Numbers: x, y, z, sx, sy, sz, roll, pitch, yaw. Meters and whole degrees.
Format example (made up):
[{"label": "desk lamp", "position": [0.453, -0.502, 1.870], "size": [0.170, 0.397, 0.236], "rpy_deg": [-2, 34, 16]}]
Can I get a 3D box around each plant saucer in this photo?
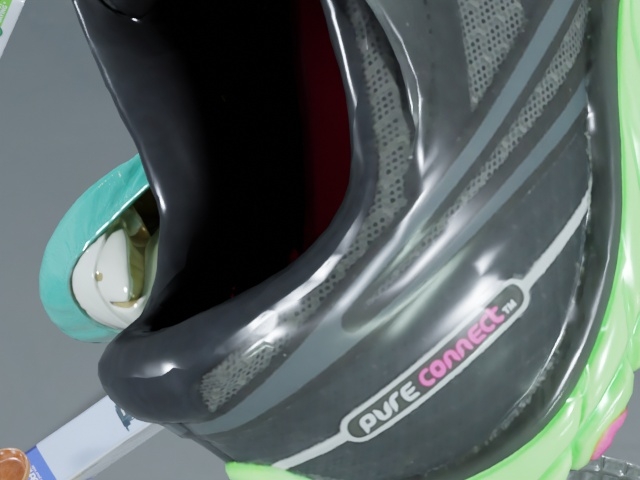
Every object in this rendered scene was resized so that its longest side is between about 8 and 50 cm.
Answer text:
[{"label": "plant saucer", "position": [-0.342, 0.257, 1.907], "size": [0.083, 0.013, 0.083], "rpy_deg": [-22, 40, 19]}]

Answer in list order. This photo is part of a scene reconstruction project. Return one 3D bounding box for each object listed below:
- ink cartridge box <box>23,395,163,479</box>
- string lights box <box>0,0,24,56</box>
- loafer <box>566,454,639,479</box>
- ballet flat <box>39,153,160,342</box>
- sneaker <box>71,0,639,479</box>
[{"label": "ink cartridge box", "position": [-0.222, 0.204, 2.033], "size": [0.311, 0.186, 0.065], "rpy_deg": [-37, 83, 14]}, {"label": "string lights box", "position": [-0.399, -0.251, 1.639], "size": [0.259, 0.133, 0.077], "rpy_deg": [21, 51, -13]}, {"label": "loafer", "position": [0.192, 0.185, 0.957], "size": [0.251, 0.087, 0.094], "rpy_deg": [17, 61, -1]}, {"label": "ballet flat", "position": [-0.067, -0.007, 0.885], "size": [0.083, 0.247, 0.087], "rpy_deg": [33, 34, -23]}, {"label": "sneaker", "position": [0.017, -0.144, 0.622], "size": [0.202, 0.185, 0.483], "rpy_deg": [14, 69, -35]}]
